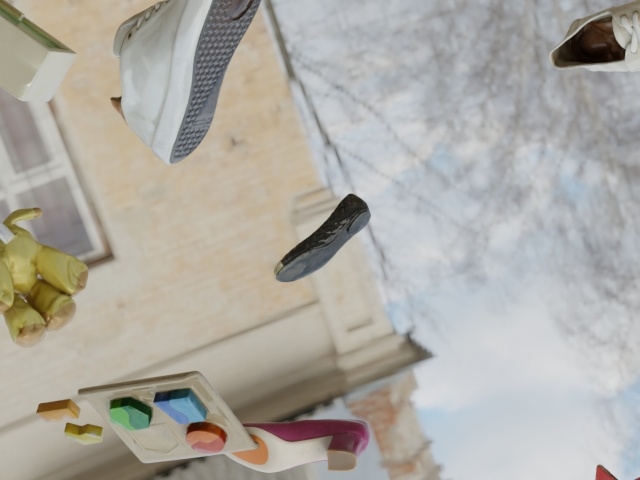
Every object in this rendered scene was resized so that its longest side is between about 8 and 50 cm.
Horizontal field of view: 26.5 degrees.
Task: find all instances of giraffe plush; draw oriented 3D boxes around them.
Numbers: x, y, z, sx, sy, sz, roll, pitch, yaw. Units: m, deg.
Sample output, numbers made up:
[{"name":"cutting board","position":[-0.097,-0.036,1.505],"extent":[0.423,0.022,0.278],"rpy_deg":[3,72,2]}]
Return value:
[{"name":"giraffe plush","position":[-0.479,0.060,2.043],"extent":[0.170,0.210,0.181],"rpy_deg":[-21,-168,47]}]

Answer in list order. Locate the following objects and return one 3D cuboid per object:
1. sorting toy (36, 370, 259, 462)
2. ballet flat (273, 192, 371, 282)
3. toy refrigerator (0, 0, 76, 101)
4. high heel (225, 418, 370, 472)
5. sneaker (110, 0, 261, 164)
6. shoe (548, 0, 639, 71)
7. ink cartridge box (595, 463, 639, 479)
[{"name":"sorting toy","position":[-0.277,0.291,2.121],"extent":[0.307,0.229,0.041],"rpy_deg":[-11,-132,23]},{"name":"ballet flat","position":[0.000,0.000,1.986],"extent":[0.173,0.057,0.049],"rpy_deg":[-39,-127,-5]},{"name":"toy refrigerator","position":[-0.491,-0.313,1.954],"extent":[0.094,0.269,0.102],"rpy_deg":[-57,172,11]},{"name":"high heel","position":[-0.043,0.315,2.204],"extent":[0.244,0.082,0.117],"rpy_deg":[0,-159,13]},{"name":"sneaker","position":[-0.145,-0.209,1.333],"extent":[0.106,0.123,0.290],"rpy_deg":[-36,161,-47]},{"name":"shoe","position":[0.313,-0.206,1.410],"extent":[0.058,0.076,0.219],"rpy_deg":[-20,-173,-21]},{"name":"ink cartridge box","position":[0.409,0.349,1.533],"extent":[0.078,0.134,0.231],"rpy_deg":[-17,-147,-27]}]
